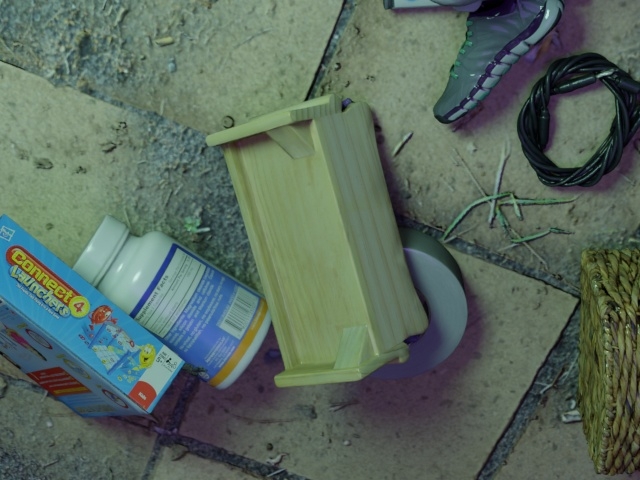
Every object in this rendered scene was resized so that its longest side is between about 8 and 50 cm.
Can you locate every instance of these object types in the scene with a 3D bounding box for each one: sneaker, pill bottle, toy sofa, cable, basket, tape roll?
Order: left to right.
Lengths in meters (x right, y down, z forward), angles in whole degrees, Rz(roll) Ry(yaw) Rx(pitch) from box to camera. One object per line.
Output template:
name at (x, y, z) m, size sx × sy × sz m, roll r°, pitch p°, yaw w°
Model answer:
pill bottle at (-0.214, 0.082, 1.444) m, size 0.272 × 0.152 × 0.152 m, roll 32°, pitch 113°, yaw -12°
toy sofa at (0.000, 0.000, 1.353) m, size 0.150 × 0.177 × 0.362 m, roll -12°, pitch 97°, yaw 38°
tape roll at (0.100, 0.090, 1.476) m, size 0.219 × 0.072 × 0.219 m, roll 1°, pitch 115°, yaw 3°
sneaker at (0.200, -0.249, 1.294) m, size 0.098 × 0.083 × 0.223 m, roll 38°, pitch 122°, yaw -10°
cable at (0.337, -0.153, 1.359) m, size 0.151 × 0.047 × 0.184 m, roll 27°, pitch 115°, yaw -10°
basket at (0.482, 0.172, 1.418) m, size 0.223 × 0.213 × 0.299 m, roll -2°, pitch 116°, yaw 5°

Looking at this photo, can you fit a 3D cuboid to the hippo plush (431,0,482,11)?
hippo plush at (0.216, -0.355, 1.141) m, size 0.234 × 0.294 × 0.236 m, roll 13°, pitch 141°, yaw -37°

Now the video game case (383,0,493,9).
video game case at (0.195, -0.422, 1.240) m, size 0.248 × 0.035 × 0.274 m, roll -2°, pitch 116°, yaw 4°

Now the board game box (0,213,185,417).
board game box at (-0.374, 0.118, 1.407) m, size 0.302 × 0.086 × 0.308 m, roll 42°, pitch 154°, yaw -17°
